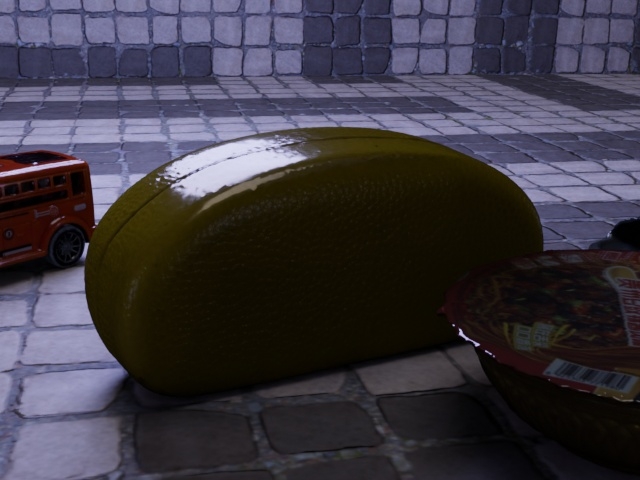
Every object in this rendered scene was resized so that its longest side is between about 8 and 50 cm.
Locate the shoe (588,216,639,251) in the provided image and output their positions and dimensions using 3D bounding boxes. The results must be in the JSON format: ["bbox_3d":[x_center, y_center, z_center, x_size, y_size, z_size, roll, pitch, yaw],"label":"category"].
[{"bbox_3d":[0.387,-0.008,0.925,0.241,0.093,0.108,-1,18,-12],"label":"shoe"}]

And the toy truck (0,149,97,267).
[{"bbox_3d":[-0.343,-0.018,0.870,0.108,0.114,0.253,15,21,35],"label":"toy truck"}]

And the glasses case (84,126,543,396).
[{"bbox_3d":[0.000,0.000,0.728,0.372,0.173,0.141,-8,23,-28],"label":"glasses case"}]

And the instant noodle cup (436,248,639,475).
[{"bbox_3d":[0.214,0.087,0.600,0.274,0.090,0.274,0,17,0],"label":"instant noodle cup"}]
